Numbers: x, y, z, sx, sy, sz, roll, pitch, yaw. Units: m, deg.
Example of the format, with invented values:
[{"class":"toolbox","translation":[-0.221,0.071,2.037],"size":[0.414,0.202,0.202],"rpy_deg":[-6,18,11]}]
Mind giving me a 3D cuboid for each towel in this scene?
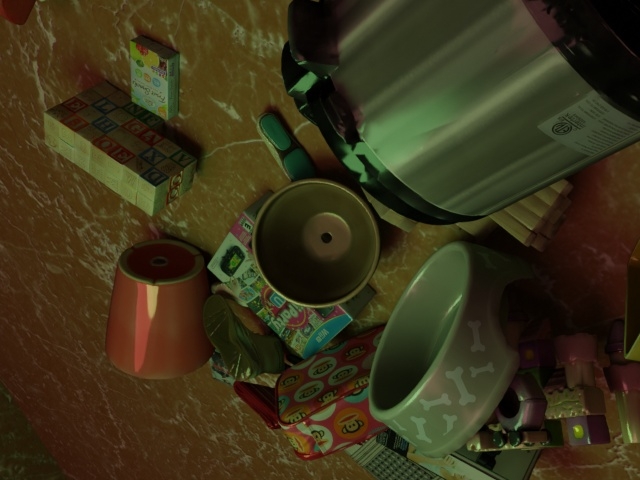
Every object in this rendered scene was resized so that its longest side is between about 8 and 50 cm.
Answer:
[{"class":"towel","translation":[0.211,0.500,1.599],"size":[0.312,0.056,0.324],"rpy_deg":[41,137,6]},{"class":"towel","translation":[-0.045,0.381,1.561],"size":[0.275,0.031,0.199],"rpy_deg":[22,-177,-36]}]

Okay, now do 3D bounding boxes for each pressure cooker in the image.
[{"class":"pressure cooker","translation":[0.179,-0.220,0.840],"size":[0.370,0.375,0.420],"rpy_deg":[49,137,-8]}]

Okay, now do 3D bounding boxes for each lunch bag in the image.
[{"class":"lunch bag","translation":[0.054,0.277,1.381],"size":[0.293,0.258,0.120],"rpy_deg":[-24,111,3]}]

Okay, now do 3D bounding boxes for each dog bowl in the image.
[{"class":"dog bowl","translation":[0.191,0.156,1.109],"size":[0.102,0.348,0.349],"rpy_deg":[27,138,-8]}]

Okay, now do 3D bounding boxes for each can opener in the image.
[{"class":"can opener","translation":[-0.018,0.320,1.642],"size":[0.186,0.059,0.073],"rpy_deg":[22,133,24]}]

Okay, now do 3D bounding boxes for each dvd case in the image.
[{"class":"dvd case","translation":[-0.259,0.338,1.884],"size":[0.087,0.013,0.119],"rpy_deg":[17,131,28]}]

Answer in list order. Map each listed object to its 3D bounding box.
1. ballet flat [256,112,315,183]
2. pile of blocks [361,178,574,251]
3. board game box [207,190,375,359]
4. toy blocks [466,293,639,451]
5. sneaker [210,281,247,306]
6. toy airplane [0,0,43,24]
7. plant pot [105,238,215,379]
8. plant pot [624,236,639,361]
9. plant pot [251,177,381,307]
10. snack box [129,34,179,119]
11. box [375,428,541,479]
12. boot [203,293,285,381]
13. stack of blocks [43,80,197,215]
[{"class":"ballet flat","translation":[-0.064,-0.166,1.326],"size":[0.168,0.057,0.052],"rpy_deg":[59,164,-9]},{"class":"pile of blocks","translation":[0.239,-0.072,1.125],"size":[0.362,0.149,0.113],"rpy_deg":[12,171,43]},{"class":"board game box","translation":[-0.067,0.080,1.473],"size":[0.303,0.097,0.224],"rpy_deg":[43,138,3]},{"class":"toy blocks","translation":[0.324,0.203,1.144],"size":[0.288,0.309,0.260],"rpy_deg":[-29,59,55]},{"class":"sneaker","translation":[-0.201,0.101,1.634],"size":[0.134,0.051,0.070],"rpy_deg":[17,117,37]},{"class":"toy airplane","translation":[-0.555,-0.586,1.225],"size":[0.386,0.272,0.384],"rpy_deg":[-1,120,40]},{"class":"plant pot","translation":[-0.375,0.147,1.666],"size":[0.275,0.275,0.243],"rpy_deg":[22,123,25]},{"class":"plant pot","translation":[0.524,0.042,0.903],"size":[0.187,0.212,0.212],"rpy_deg":[17,132,11]},{"class":"plant pot","translation":[0.000,0.000,1.313],"size":[0.237,0.110,0.237],"rpy_deg":[2,97,12]},{"class":"snack box","translation":[-0.333,-0.326,1.419],"size":[0.100,0.037,0.141],"rpy_deg":[30,136,19]},{"class":"box","translation":[0.275,0.379,1.374],"size":[0.290,0.169,0.087],"rpy_deg":[25,131,24]},{"class":"boot","translation":[-0.174,0.222,1.633],"size":[0.077,0.165,0.213],"rpy_deg":[-39,68,22]},{"class":"stack of blocks","translation":[-0.404,-0.197,1.475],"size":[0.297,0.171,0.087],"rpy_deg":[34,136,13]}]
